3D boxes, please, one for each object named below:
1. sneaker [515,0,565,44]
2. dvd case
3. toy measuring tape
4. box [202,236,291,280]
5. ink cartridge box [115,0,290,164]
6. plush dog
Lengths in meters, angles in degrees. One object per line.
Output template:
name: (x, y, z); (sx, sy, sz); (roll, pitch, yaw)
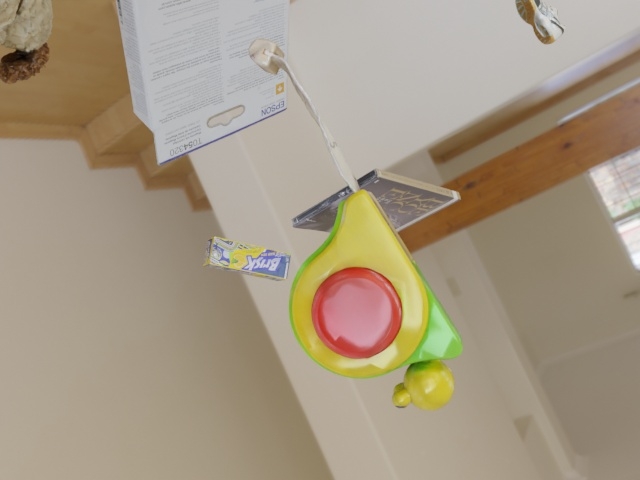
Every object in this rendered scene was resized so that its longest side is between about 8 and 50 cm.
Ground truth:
sneaker: (0.290, -0.299, 0.829); (0.037, 0.083, 0.032); (-35, -176, -16)
dvd case: (0.088, -0.046, 0.949); (0.164, 0.018, 0.221); (-29, 157, 35)
toy measuring tape: (0.000, 0.000, 0.518); (0.121, 0.330, 0.121); (-31, 176, -2)
box: (-0.149, 0.039, 1.286); (0.168, 0.059, 0.054); (13, 169, -24)
ink cartridge box: (-0.193, -0.340, 1.128); (0.324, 0.071, 0.330); (-32, 144, -34)
plush dog: (-0.438, -0.327, 0.811); (0.210, 0.263, 0.225); (-4, -173, 15)
